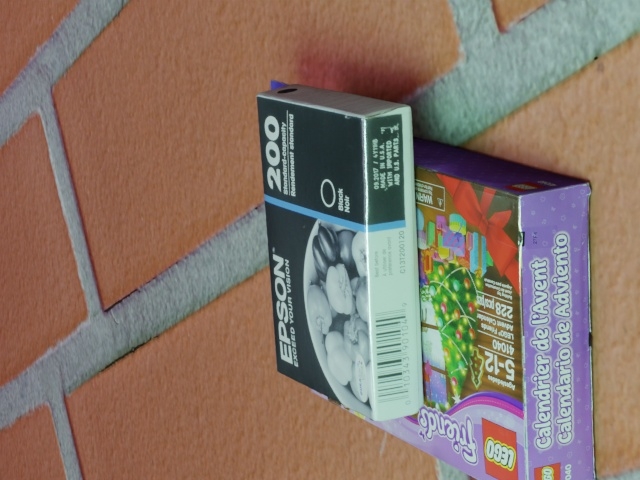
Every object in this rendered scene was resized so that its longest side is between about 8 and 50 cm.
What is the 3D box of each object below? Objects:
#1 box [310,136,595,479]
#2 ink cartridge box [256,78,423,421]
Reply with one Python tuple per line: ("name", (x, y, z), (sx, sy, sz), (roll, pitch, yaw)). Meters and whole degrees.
("box", (0.078, 0.039, 1.333), (0.293, 0.057, 0.201), (20, 117, 60))
("ink cartridge box", (0.000, 0.000, 1.360), (0.208, 0.045, 0.206), (19, 115, 62))
